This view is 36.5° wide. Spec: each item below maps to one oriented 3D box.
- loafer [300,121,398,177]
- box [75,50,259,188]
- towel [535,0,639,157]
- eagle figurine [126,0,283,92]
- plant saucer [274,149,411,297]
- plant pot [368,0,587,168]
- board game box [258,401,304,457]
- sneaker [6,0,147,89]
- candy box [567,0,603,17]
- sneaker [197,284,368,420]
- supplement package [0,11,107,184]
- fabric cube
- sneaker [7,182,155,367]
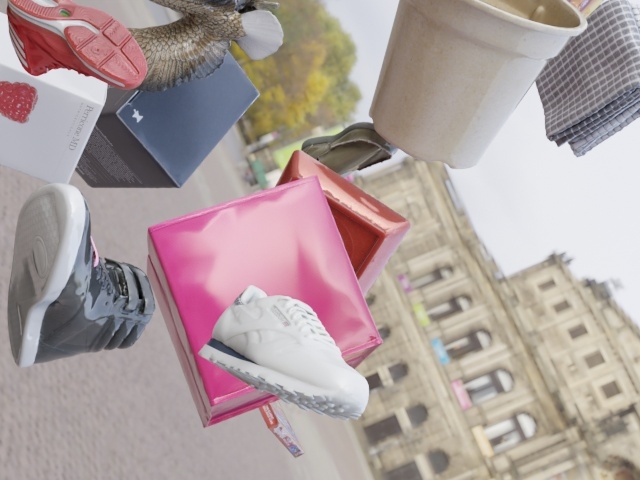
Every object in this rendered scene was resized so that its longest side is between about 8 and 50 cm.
[{"bbox_3d":[0.050,-0.152,1.815,0.094,0.087,0.251,33,-26,-31],"label":"loafer"},{"bbox_3d":[-0.382,-0.286,2.102,0.395,0.293,0.212,4,-40,50],"label":"box"},{"bbox_3d":[0.583,-0.350,2.075,0.283,0.121,0.235,-37,-126,43],"label":"towel"},{"bbox_3d":[-0.239,-0.403,1.744,0.225,0.298,0.226,-9,-77,53],"label":"eagle figurine"},{"bbox_3d":[0.000,0.000,1.828,0.258,0.259,0.048,33,34,4],"label":"plant saucer"},{"bbox_3d":[0.240,-0.305,1.682,0.334,0.333,0.305,-114,-141,-50],"label":"plant pot"},{"bbox_3d":[-0.097,0.342,1.952,0.145,0.027,0.281,59,-4,25],"label":"board game box"},{"bbox_3d":[-0.341,-0.263,1.355,0.221,0.087,0.128,39,-33,4],"label":"sneaker"},{"bbox_3d":[0.513,-0.500,1.852,0.053,0.186,0.109,41,-11,38],"label":"candy box"},{"bbox_3d":[-0.031,0.100,0.916,0.090,0.095,0.235,41,-16,-35],"label":"sneaker"},{"bbox_3d":[-0.509,-0.243,1.560,0.293,0.177,0.175,21,29,-20],"label":"supplement package"},{"bbox_3d":[-0.091,0.096,1.412,0.259,0.254,0.258,119,-50,-70],"label":"fabric cube"},{"bbox_3d":[-0.243,0.032,1.036,0.105,0.147,0.296,66,-33,27],"label":"sneaker"}]
